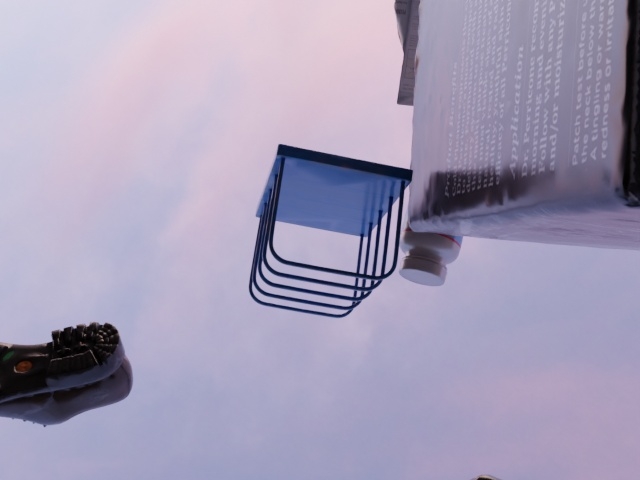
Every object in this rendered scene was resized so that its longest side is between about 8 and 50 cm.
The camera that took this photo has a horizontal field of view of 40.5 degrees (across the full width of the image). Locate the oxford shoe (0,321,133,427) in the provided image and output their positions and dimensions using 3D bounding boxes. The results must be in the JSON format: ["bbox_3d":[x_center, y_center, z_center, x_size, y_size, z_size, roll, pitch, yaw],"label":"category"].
[{"bbox_3d":[-0.291,0.148,0.834,0.227,0.096,0.083,-7,-139,7],"label":"oxford shoe"}]

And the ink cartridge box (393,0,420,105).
[{"bbox_3d":[0.202,-0.325,1.351,0.066,0.189,0.232,-140,-124,-59],"label":"ink cartridge box"}]

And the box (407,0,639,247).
[{"bbox_3d":[0.341,-0.134,0.593,0.479,0.472,0.298,4,-90,-5],"label":"box"}]

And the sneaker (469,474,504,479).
[{"bbox_3d":[0.079,0.324,0.557,0.483,0.185,0.202,-71,-173,-66],"label":"sneaker"}]

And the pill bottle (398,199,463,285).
[{"bbox_3d":[0.160,-0.021,1.219,0.087,0.087,0.160,4,-111,35],"label":"pill bottle"}]

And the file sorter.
[{"bbox_3d":[0.000,0.000,0.798,0.118,0.170,0.105,11,-108,-7],"label":"file sorter"}]
